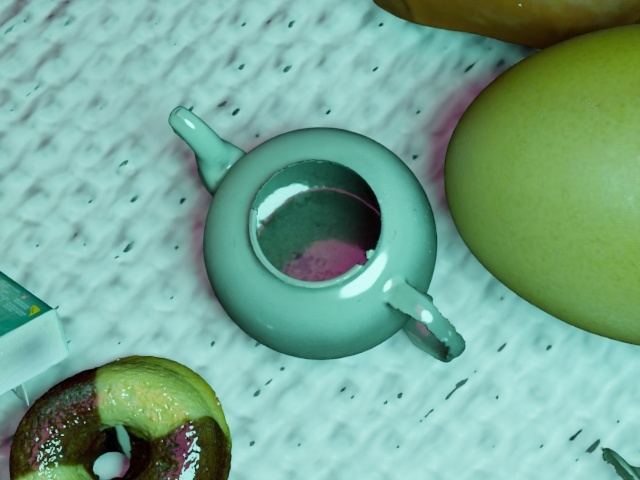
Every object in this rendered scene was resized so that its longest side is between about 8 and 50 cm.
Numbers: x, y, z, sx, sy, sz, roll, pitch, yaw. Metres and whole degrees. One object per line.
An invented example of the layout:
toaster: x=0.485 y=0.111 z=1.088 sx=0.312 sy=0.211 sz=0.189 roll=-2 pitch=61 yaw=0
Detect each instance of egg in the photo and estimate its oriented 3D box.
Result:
egg: x=0.256 y=-0.042 z=0.996 sx=0.322 sy=0.250 sz=0.250 roll=3 pitch=75 yaw=12

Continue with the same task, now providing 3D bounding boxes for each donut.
donut: x=-0.166 y=0.176 z=1.051 sx=0.184 sy=0.073 sz=0.166 roll=-10 pitch=77 yaw=2

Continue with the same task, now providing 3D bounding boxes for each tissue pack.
tissue pack: x=-0.270 y=0.083 z=1.059 sx=0.085 sy=0.079 sz=0.111 roll=-31 pitch=39 yaw=-31

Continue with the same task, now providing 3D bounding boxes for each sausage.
sausage: x=0.156 y=-0.249 z=1.102 sx=0.268 sy=0.153 sz=0.141 roll=16 pitch=118 yaw=6

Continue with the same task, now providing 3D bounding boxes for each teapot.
teapot: x=0.000 y=0.000 z=1.058 sx=0.294 sy=0.129 sz=0.193 roll=38 pitch=81 yaw=11

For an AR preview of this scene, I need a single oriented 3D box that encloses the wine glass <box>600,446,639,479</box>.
wine glass: x=0.355 y=0.129 z=1.041 sx=0.262 sy=0.074 sz=0.074 roll=-31 pitch=76 yaw=-6
